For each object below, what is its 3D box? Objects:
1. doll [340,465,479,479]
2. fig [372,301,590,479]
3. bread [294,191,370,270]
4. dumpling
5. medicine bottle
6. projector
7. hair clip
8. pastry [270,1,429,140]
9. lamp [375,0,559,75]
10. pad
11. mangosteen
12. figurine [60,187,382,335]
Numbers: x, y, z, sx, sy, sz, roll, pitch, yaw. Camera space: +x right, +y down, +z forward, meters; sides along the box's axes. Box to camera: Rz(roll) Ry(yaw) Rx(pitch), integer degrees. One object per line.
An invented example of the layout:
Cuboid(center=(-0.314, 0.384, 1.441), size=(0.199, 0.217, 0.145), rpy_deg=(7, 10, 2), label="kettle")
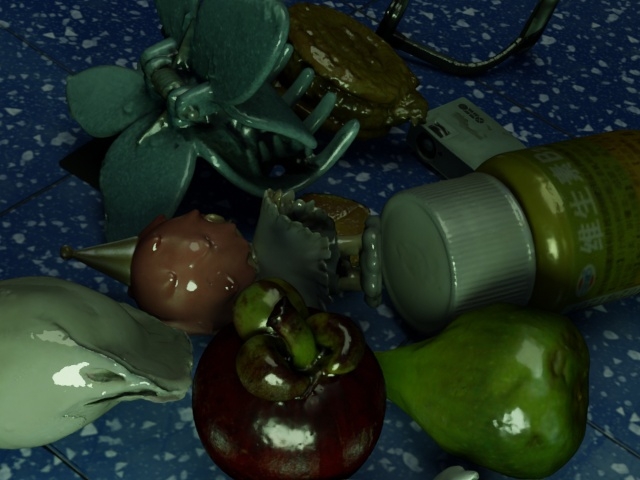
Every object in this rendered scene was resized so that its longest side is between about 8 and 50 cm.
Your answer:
Cuboid(center=(0.036, 0.332, 1.372), size=(0.384, 0.099, 0.188), rpy_deg=(-20, 83, -32), label="doll")
Cuboid(center=(0.172, 0.171, 1.557), size=(0.275, 0.206, 0.206), rpy_deg=(0, 35, 27), label="fig")
Cuboid(center=(0.000, 0.000, 1.754), size=(0.127, 0.069, 0.140), rpy_deg=(10, 45, -3), label="bread")
Cuboid(center=(-0.321, 0.119, 1.479), size=(0.341, 0.181, 0.260), rpy_deg=(-20, 17, 12), label="dumpling")
Cuboid(center=(0.281, -0.009, 1.726), size=(0.384, 0.224, 0.224), rpy_deg=(-13, 48, -26), label="medicine bottle")
Cuboid(center=(0.214, -0.135, 1.965), size=(0.115, 0.061, 0.147), rpy_deg=(-23, 54, -36), label="projector")
Cuboid(center=(-0.140, -0.188, 1.774), size=(0.238, 0.392, 0.318), rpy_deg=(12, 30, -47), label="hair clip")
Cuboid(center=(0.025, -0.238, 1.959), size=(0.235, 0.132, 0.240), rpy_deg=(24, 31, -22), label="pastry")
Cuboid(center=(0.236, -0.353, 2.116), size=(0.283, 0.203, 0.125), rpy_deg=(12, 61, -8), label="lamp")
Cuboid(center=(-0.266, -0.094, 1.833), size=(0.157, 0.003, 0.112), rpy_deg=(31, 45, 19), label="pad")
Cuboid(center=(-0.036, 0.148, 1.438), size=(0.215, 0.258, 0.215), rpy_deg=(-2, 41, 2), label="mangosteen")
Cuboid(center=(-0.116, 0.036, 1.622), size=(0.386, 0.207, 0.166), rpy_deg=(-3, 21, 1), label="figurine")
